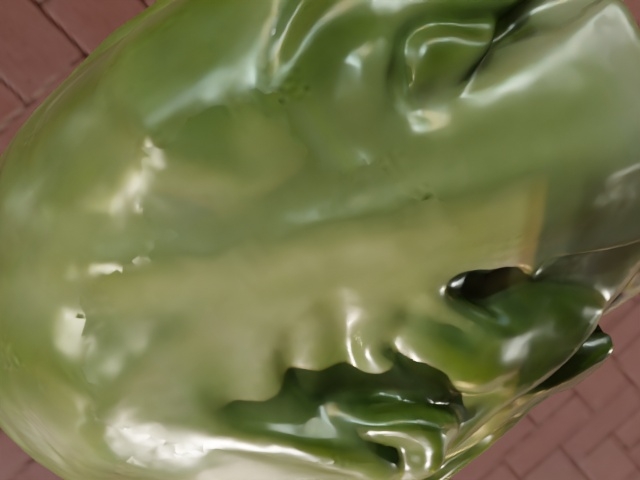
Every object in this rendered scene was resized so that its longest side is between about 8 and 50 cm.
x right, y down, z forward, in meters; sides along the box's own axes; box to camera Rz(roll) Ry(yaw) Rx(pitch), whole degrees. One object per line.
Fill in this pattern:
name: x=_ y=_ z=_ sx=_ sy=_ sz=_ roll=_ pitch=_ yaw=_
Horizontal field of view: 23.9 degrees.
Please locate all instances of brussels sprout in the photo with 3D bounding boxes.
brussels sprout: x=0.000 y=0.000 z=0.657 sx=0.328 sy=0.328 sz=0.247 roll=-30 pitch=92 yaw=-10
